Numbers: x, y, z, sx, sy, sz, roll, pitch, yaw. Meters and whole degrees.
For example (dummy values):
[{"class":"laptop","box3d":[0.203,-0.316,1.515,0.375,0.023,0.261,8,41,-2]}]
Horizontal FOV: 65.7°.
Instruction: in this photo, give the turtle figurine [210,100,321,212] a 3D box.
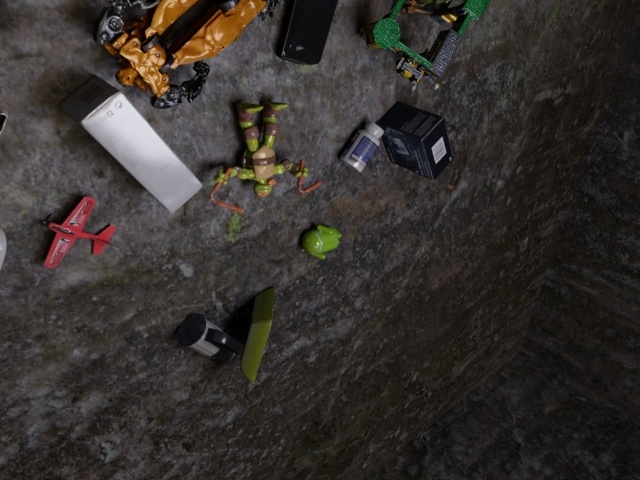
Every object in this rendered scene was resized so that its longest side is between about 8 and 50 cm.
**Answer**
[{"class":"turtle figurine","box3d":[-0.116,-0.183,1.060,0.270,0.087,0.217,-11,116,-30]}]

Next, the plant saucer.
[{"class":"plant saucer","box3d":[-0.165,0.234,1.265,0.045,0.188,0.188,14,110,-9]}]

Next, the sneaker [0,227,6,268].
[{"class":"sneaker","box3d":[-0.593,0.107,0.766,0.123,0.106,0.289,3,104,-63]}]

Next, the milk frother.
[{"class":"milk frother","box3d":[-0.250,0.211,1.209,0.129,0.143,0.134,-14,143,21]}]

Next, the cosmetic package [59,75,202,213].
[{"class":"cosmetic package","box3d":[-0.318,-0.159,0.853,0.085,0.117,0.231,-45,138,-11]}]

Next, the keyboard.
[{"class":"keyboard","box3d":[-0.029,-0.512,0.961,0.202,0.033,0.316,-6,120,-50]}]

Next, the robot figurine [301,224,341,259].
[{"class":"robot figurine","box3d":[0.000,0.000,1.316,0.115,0.067,0.101,-16,139,-37]}]

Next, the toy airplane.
[{"class":"toy airplane","box3d":[-0.436,-0.013,0.906,0.151,0.028,0.151,-25,133,-30]}]

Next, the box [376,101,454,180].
[{"class":"box","box3d":[0.252,-0.262,1.311,0.093,0.158,0.156,-46,139,-12]}]

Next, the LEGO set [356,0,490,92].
[{"class":"LEGO set","box3d":[0.229,-0.527,1.137,0.255,0.192,0.330,17,102,-19]}]

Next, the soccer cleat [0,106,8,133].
[{"class":"soccer cleat","box3d":[-0.494,-0.161,0.739,0.083,0.036,0.029,-56,141,1]}]

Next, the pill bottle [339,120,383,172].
[{"class":"pill bottle","box3d":[0.107,-0.238,1.257,0.120,0.067,0.067,-56,140,2]}]

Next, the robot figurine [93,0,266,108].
[{"class":"robot figurine","box3d":[-0.233,-0.361,0.822,0.291,0.085,0.211,-47,140,-10]}]
